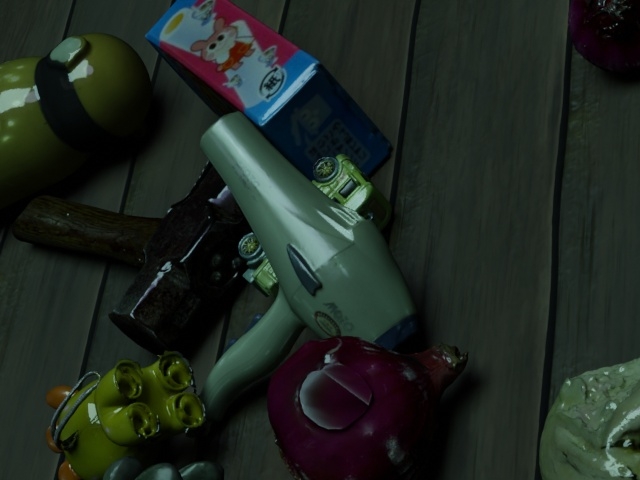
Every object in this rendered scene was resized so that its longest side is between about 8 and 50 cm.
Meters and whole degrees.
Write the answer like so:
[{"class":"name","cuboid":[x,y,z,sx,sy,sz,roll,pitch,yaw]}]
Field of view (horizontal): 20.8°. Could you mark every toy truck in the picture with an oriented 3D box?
[{"class":"toy truck","cuboid":[0.000,0.000,1.827,0.169,0.077,0.100,-45,50,-1]}]

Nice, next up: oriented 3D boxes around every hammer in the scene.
[{"class":"hammer","cuboid":[-0.226,-0.004,2.031,0.409,0.095,0.242,10,63,51]}]

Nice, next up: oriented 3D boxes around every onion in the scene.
[{"class":"onion","cuboid":[0.044,0.148,1.601,0.198,0.135,0.173,-41,61,2]},{"class":"onion","cuboid":[0.302,-0.223,1.744,0.115,0.104,0.115,-1,86,18]}]

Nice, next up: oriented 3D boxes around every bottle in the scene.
[{"class":"bottle","cuboid":[-0.372,-0.147,2.195,0.351,0.171,0.171,-25,43,21]}]

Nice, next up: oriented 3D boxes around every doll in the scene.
[{"class":"doll","cuboid":[-0.216,0.196,1.795,0.221,0.135,0.143,-31,76,43]}]

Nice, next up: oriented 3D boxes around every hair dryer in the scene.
[{"class":"hair dryer","cuboid":[-0.068,0.022,1.760,0.298,0.119,0.296,-24,81,27]}]

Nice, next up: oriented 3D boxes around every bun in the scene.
[{"class":"bun","cuboid":[0.271,0.171,1.416,0.210,0.116,0.237,-48,42,-3]}]

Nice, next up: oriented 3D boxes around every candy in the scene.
[{"class":"candy","cuboid":[-0.064,-0.170,1.963,0.100,0.157,0.306,-46,40,-2]}]

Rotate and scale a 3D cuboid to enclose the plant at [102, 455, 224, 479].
[{"class":"plant","cuboid":[-0.205,0.297,1.697,0.275,0.146,0.149,-25,62,19]}]
